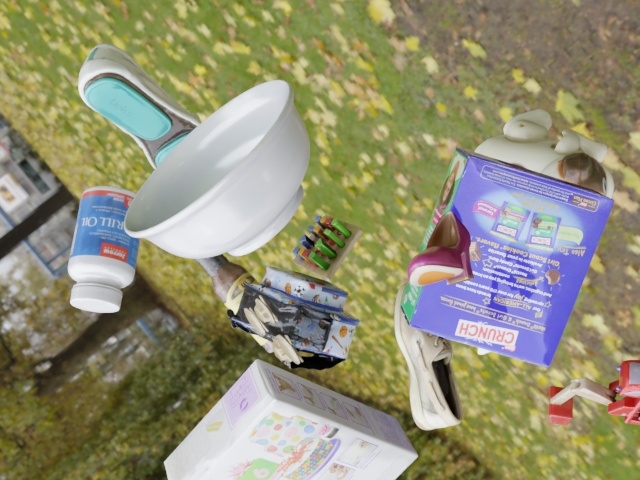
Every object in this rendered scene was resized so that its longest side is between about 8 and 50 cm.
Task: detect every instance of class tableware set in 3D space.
[{"bbox_3d":[-0.088,0.171,1.495,0.141,0.020,0.168,53,161,1],"label":"tableware set"}]

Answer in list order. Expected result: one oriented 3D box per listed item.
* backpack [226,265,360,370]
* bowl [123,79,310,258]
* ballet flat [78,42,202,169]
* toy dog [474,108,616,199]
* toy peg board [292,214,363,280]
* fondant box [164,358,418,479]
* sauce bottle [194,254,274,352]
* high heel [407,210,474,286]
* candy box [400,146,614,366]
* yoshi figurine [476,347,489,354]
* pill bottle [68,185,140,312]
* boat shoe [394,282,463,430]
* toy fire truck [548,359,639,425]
[{"bbox_3d":[-0.044,0.186,1.952,0.263,0.213,0.276,29,177,-39],"label":"backpack"},{"bbox_3d":[-0.118,-0.073,1.116,0.134,0.298,0.298,48,173,-24],"label":"bowl"},{"bbox_3d":[-0.281,-0.213,1.468,0.139,0.139,0.400,43,179,41],"label":"ballet flat"},{"bbox_3d":[0.635,-0.187,2.263,0.408,0.395,0.285,41,126,55],"label":"toy dog"},{"bbox_3d":[0.000,0.000,2.143,0.160,0.161,0.079,24,166,50],"label":"toy peg board"},{"bbox_3d":[-0.041,0.347,1.282,0.330,0.238,0.096,30,-162,-38],"label":"fondant box"},{"bbox_3d":[-0.211,0.145,2.169,0.344,0.111,0.111,48,172,-5],"label":"sauce bottle"},{"bbox_3d":[0.174,0.003,1.199,0.244,0.082,0.117,4,-110,-60],"label":"high heel"},{"bbox_3d":[0.319,0.029,1.424,0.268,0.317,0.122,17,-168,-5],"label":"candy box"},{"bbox_3d":[0.420,0.144,1.960,0.362,0.203,0.204,-179,74,-72],"label":"yoshi figurine"},{"bbox_3d":[-0.408,0.019,1.534,0.124,0.124,0.222,74,-162,-68],"label":"pill bottle"},{"bbox_3d":[0.227,0.228,1.645,0.109,0.098,0.302,10,-113,-46],"label":"boat shoe"},{"bbox_3d":[0.394,0.212,1.118,0.135,0.047,0.192,6,151,10],"label":"toy fire truck"}]
